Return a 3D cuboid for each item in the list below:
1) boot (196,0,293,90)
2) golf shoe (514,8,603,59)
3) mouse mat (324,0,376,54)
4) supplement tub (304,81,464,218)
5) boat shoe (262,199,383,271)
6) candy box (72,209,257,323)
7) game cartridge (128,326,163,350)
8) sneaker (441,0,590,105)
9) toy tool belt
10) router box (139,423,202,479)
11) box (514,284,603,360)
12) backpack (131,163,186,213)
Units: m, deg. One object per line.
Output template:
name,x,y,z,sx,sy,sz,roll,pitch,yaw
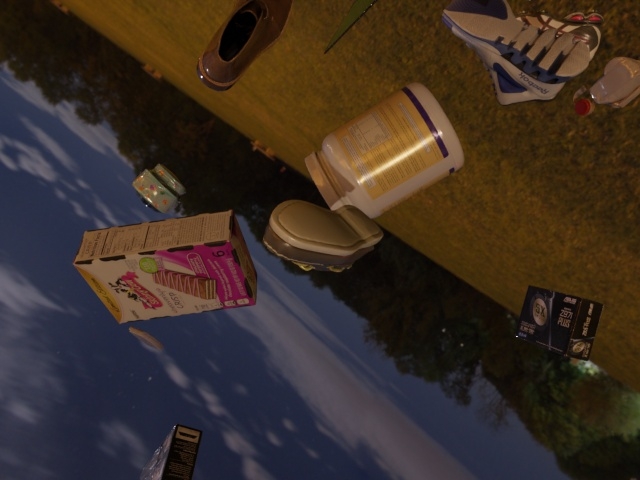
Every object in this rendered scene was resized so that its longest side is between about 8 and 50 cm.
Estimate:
boot,-0.119,-0.421,0.924,0.112,0.305,0.115,33,159,-17
golf shoe,0.598,-0.542,1.309,0.272,0.120,0.105,8,179,23
mouse mat,0.076,-0.386,0.781,0.007,0.190,0.152,39,138,-19
supplement tub,0.153,-0.203,1.209,0.241,0.331,0.241,57,-170,-16
boat shoe,0.003,0.003,0.753,0.109,0.091,0.305,48,-158,17
candy box,-0.230,0.046,0.765,0.159,0.233,0.071,78,-174,-46
game cartridge,-0.404,0.230,1.143,0.056,0.017,0.083,16,151,28
sneaker,0.394,-0.390,1.060,0.315,0.127,0.182,41,166,18
toy tool belt,0.346,-0.177,0.572,0.052,0.051,0.083,70,155,19
router box,-0.235,0.371,0.713,0.046,0.179,0.133,24,-142,-17
box,0.604,0.206,1.252,0.077,0.147,0.180,16,-179,-19
backpack,-0.553,-0.175,1.678,0.166,0.144,0.188,47,-179,-13
